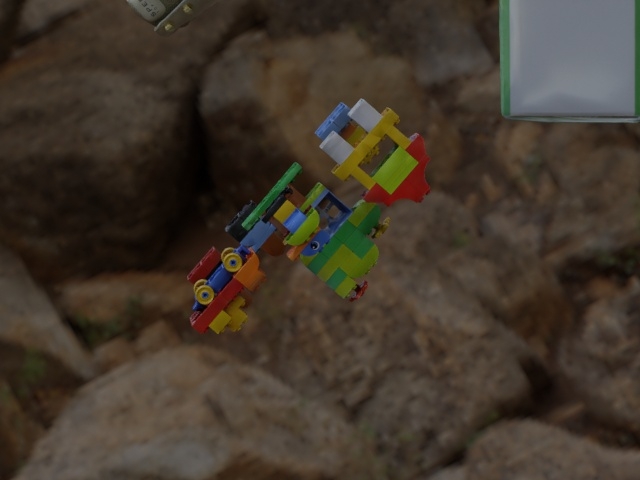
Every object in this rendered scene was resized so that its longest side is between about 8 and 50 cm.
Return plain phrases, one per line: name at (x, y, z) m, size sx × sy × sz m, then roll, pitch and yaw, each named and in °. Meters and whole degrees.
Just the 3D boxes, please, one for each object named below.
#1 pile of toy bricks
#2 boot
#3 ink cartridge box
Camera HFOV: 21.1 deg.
pile of toy bricks at (0.000, 0.000, 1.284) m, size 0.212 × 0.105 × 0.118 m, roll -49°, pitch 11°, yaw 2°
boot at (-0.087, -0.235, 1.401) m, size 0.165 × 0.077 × 0.213 m, roll -32°, pitch 3°, yaw 6°
ink cartridge box at (0.240, -0.216, 1.486) m, size 0.121 × 0.211 × 0.289 m, roll 1°, pitch 8°, yaw 18°
